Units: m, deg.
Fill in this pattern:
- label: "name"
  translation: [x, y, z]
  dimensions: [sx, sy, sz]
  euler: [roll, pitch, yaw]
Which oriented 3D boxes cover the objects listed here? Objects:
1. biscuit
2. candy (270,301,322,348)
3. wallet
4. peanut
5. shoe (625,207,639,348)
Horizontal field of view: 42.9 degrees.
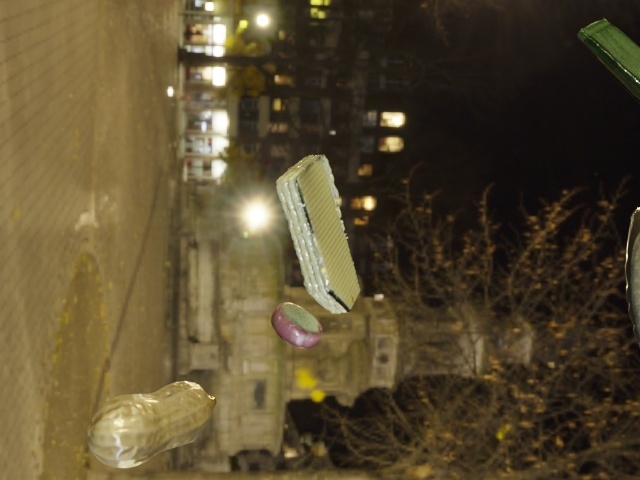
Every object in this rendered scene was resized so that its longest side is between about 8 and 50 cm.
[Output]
- label: "biscuit"
  translation: [0.000, 0.000, 1.280]
  dimensions: [0.150, 0.052, 0.252]
  euler: [-53, 130, -62]
- label: "candy"
  translation: [-0.046, 0.161, 1.546]
  dimensions: [0.043, 0.103, 0.103]
  euler: [-54, -160, 17]
- label: "wallet"
  translation: [0.532, -0.275, 1.364]
  dimensions: [0.055, 0.236, 0.160]
  euler: [-51, 168, 33]
- label: "peanut"
  translation: [-0.293, 0.319, 1.439]
  dimensions: [0.298, 0.136, 0.120]
  euler: [-4, 86, -58]
- label: "shoe"
  translation: [0.458, 0.101, 0.906]
  dimensions: [0.336, 0.171, 0.132]
  euler: [60, 37, -21]
